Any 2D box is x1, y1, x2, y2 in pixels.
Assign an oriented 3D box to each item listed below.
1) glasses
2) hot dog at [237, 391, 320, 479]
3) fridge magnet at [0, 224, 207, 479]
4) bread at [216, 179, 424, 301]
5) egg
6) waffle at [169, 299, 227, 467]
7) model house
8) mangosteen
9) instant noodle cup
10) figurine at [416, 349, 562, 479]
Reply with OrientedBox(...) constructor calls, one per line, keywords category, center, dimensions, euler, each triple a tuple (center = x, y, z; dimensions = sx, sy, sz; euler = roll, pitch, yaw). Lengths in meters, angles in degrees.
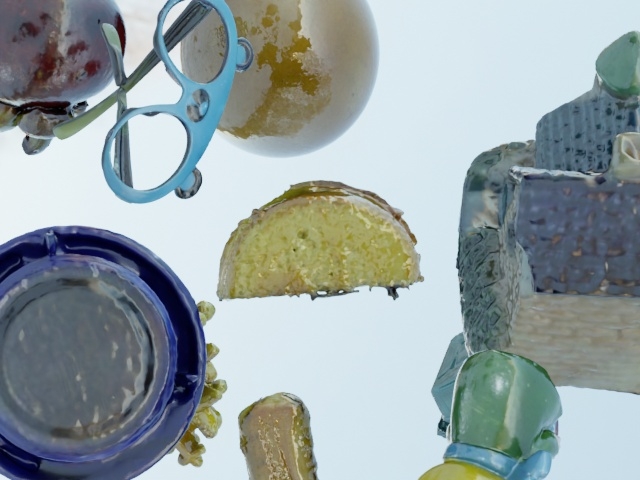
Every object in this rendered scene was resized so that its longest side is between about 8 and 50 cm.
OrientedBox(category="glasses", center=(-0.201, -0.155, 1.942), dimensions=(0.207, 0.102, 0.239), euler=(10, -107, 30))
OrientedBox(category="hot dog", center=(-0.029, 0.288, 1.810), dimensions=(0.068, 0.083, 0.289), euler=(-174, -105, -72))
OrientedBox(category="fridge magnet", center=(-0.242, 0.116, 1.830), dimensions=(0.112, 0.265, 0.265), euler=(149, -49, -80))
OrientedBox(category="bread", center=(-0.004, 0.000, 2.321), dimensions=(0.160, 0.260, 0.147), euler=(-98, -175, -86))
OrientedBox(category="egg", center=(-0.057, -0.264, 2.619), dimensions=(0.351, 0.282, 0.283), euler=(94, 2, -73))
OrientedBox(category="waffle", center=(-0.246, 0.126, 2.080), dimensions=(0.069, 0.293, 0.260), euler=(-65, 159, -62))
OrientedBox(category="model house", center=(0.279, -0.042, 1.899), dimensions=(0.284, 0.243, 0.298), euler=(102, -7, -53))
OrientedBox(category="mangosteen", center=(-0.360, -0.228, 2.371), dimensions=(0.215, 0.215, 0.258), euler=(-118, -142, -60))
OrientedBox(category="instant noodle cup", center=(0.214, 0.162, 2.389), dimensions=(0.157, 0.070, 0.179), euler=(-27, -160, 31))
OrientedBox(category="figurine", center=(0.146, 0.228, 1.694), dimensions=(0.185, 0.127, 0.234), euler=(63, 36, -69))
